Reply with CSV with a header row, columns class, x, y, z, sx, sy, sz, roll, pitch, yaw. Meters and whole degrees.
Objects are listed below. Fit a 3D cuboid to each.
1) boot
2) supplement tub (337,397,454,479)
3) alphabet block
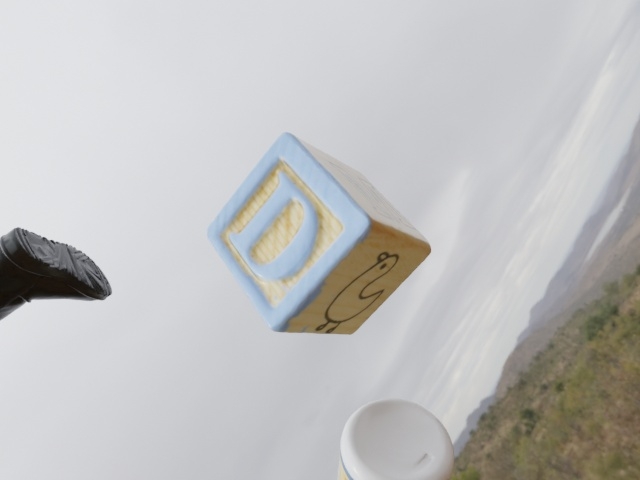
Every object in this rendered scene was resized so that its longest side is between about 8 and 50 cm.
class,x,y,z,sx,sy,sz,roll,pitch,yaw
boot,-0.232,0.043,0.387,0.099,0.045,0.121,-35,-22,-1
supplement tub,0.093,0.331,0.689,0.144,0.144,0.200,-35,-42,-45
alphabet block,0.000,0.000,0.707,0.192,0.193,0.197,-48,-30,17
